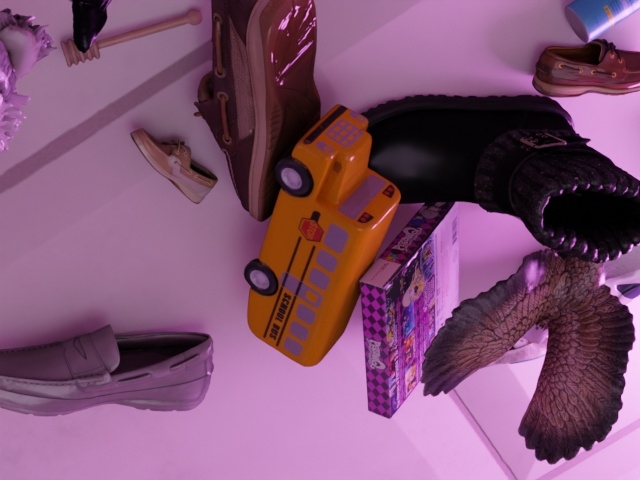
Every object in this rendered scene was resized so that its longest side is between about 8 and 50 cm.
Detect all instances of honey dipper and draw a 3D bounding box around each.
[{"bbox_3d":[-0.210,-0.232,1.356,0.160,0.030,0.030,-19,128,-9],"label":"honey dipper"}]

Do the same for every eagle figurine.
[{"bbox_3d":[0.291,0.106,1.557,0.226,0.298,0.225,6,141,32],"label":"eagle figurine"}]

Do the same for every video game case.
[{"bbox_3d":[0.123,0.085,1.597,0.210,0.042,0.232,-48,145,-40],"label":"video game case"}]

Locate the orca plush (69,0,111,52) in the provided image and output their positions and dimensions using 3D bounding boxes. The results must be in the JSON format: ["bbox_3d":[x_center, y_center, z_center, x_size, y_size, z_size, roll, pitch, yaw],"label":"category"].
[{"bbox_3d":[-0.285,-0.252,1.001,0.151,0.102,0.287,-36,128,8],"label":"orca plush"}]

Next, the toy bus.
[{"bbox_3d":[0.000,0.000,1.482,0.130,0.108,0.333,33,135,12],"label":"toy bus"}]

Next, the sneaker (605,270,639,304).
[{"bbox_3d":[0.368,0.043,1.701,0.153,0.094,0.235,15,128,-37],"label":"sneaker"}]

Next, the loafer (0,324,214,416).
[{"bbox_3d":[-0.291,0.157,1.559,0.319,0.112,0.111,1,119,-29],"label":"loafer"}]

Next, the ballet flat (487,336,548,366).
[{"bbox_3d":[0.262,0.155,1.772,0.168,0.057,0.052,-13,117,-10],"label":"ballet flat"}]

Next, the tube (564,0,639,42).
[{"bbox_3d":[0.399,-0.321,1.489,0.207,0.052,0.080,-34,138,-1],"label":"tube"}]

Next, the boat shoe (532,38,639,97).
[{"bbox_3d":[0.357,-0.221,1.530,0.178,0.064,0.060,-6,128,-12],"label":"boat shoe"}]

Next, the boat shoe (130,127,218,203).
[{"bbox_3d":[-0.174,-0.098,1.452,0.045,0.050,0.135,-40,137,7],"label":"boat shoe"}]

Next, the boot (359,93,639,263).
[{"bbox_3d":[0.200,-0.070,1.458,0.348,0.260,0.131,-10,126,-10],"label":"boot"}]

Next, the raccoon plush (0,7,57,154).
[{"bbox_3d":[-0.424,-0.123,1.150,0.216,0.446,0.299,19,97,-39],"label":"raccoon plush"}]

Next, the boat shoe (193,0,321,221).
[{"bbox_3d":[-0.082,-0.166,1.402,0.123,0.123,0.342,-50,157,-31],"label":"boat shoe"}]
